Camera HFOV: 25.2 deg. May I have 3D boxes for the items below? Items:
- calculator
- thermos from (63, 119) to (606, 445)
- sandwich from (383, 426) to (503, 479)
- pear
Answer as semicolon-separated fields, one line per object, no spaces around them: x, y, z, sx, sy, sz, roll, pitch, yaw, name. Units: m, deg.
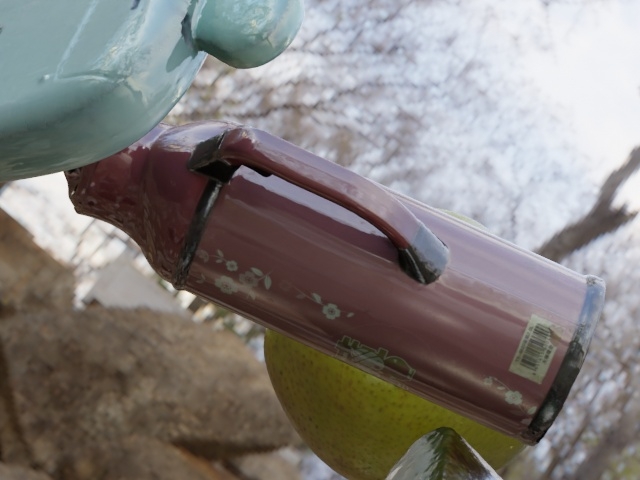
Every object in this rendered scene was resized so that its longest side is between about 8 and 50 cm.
-0.140;-0.101;0.714;0.295;0.184;0.042;-6;-44;26;calculator
-0.003;0.008;0.851;0.330;0.110;0.136;24;3;1;thermos
-0.029;0.225;0.783;0.162;0.250;0.301;38;-56;0;sandwich
0.089;0.108;1.440;0.294;0.294;0.294;32;-23;15;pear
